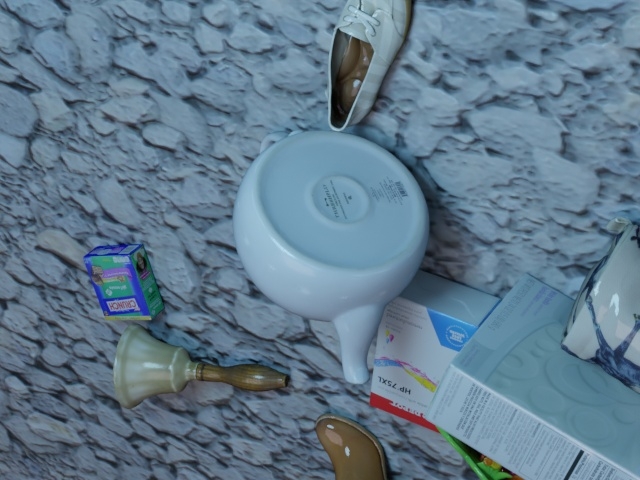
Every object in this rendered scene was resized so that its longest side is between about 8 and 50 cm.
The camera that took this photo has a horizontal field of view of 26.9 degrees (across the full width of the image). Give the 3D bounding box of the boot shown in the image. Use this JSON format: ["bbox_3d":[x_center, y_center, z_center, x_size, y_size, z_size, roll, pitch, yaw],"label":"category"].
[{"bbox_3d":[0.038,0.344,1.837,0.197,0.152,0.073,48,130,0],"label":"boot"}]

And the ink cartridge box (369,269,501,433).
[{"bbox_3d":[0.143,0.164,1.718,0.134,0.078,0.231,19,125,22],"label":"ink cartridge box"}]

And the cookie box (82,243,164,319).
[{"bbox_3d":[-0.287,0.062,1.955,0.092,0.040,0.107,-3,115,33],"label":"cookie box"}]

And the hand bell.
[{"bbox_3d":[-0.163,0.190,1.928,0.242,0.126,0.126,3,118,17],"label":"hand bell"}]

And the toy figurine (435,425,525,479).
[{"bbox_3d":[0.253,0.229,1.648,0.159,0.130,0.173,-44,98,5],"label":"toy figurine"}]

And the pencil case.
[{"bbox_3d":[0.459,0.132,1.450,0.410,0.183,0.160,31,154,15],"label":"pencil case"}]

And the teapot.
[{"bbox_3d":[0.000,0.000,1.627,0.253,0.256,0.187,26,143,2],"label":"teapot"}]

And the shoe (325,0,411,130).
[{"bbox_3d":[0.051,-0.223,1.568,0.077,0.058,0.219,27,127,17],"label":"shoe"}]

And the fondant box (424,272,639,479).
[{"bbox_3d":[0.319,0.198,1.522,0.330,0.238,0.096,31,126,14],"label":"fondant box"}]
